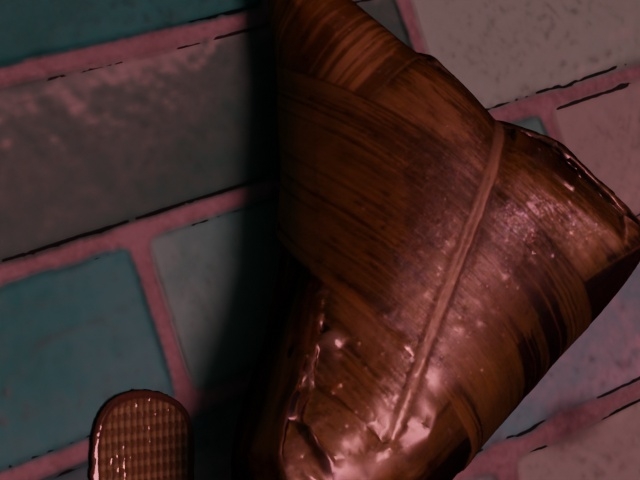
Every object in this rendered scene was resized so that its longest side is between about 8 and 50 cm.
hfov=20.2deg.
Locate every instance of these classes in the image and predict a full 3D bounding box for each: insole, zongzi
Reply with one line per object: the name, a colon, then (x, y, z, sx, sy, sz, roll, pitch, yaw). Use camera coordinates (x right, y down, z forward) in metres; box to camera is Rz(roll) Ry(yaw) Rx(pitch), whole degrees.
insole: (-0.091, 0.204, 0.948, 0.086, 0.005, 0.253, 2, 79, -36)
zongzi: (0.000, 0.000, 0.993, 0.288, 0.134, 0.286, 46, 61, -4)
